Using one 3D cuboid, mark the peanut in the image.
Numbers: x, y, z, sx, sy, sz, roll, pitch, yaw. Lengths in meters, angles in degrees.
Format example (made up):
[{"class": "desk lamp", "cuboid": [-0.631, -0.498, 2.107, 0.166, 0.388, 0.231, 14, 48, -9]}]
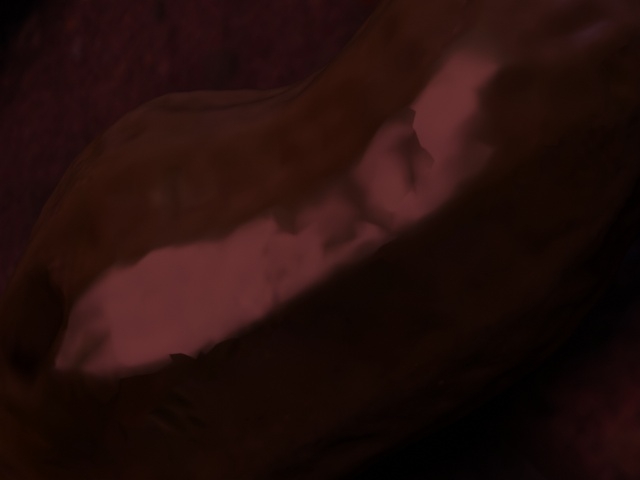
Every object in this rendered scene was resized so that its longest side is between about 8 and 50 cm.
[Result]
[{"class": "peanut", "cuboid": [0.000, 0.000, 0.449, 0.236, 0.110, 0.120, -41, 46, 22]}]
